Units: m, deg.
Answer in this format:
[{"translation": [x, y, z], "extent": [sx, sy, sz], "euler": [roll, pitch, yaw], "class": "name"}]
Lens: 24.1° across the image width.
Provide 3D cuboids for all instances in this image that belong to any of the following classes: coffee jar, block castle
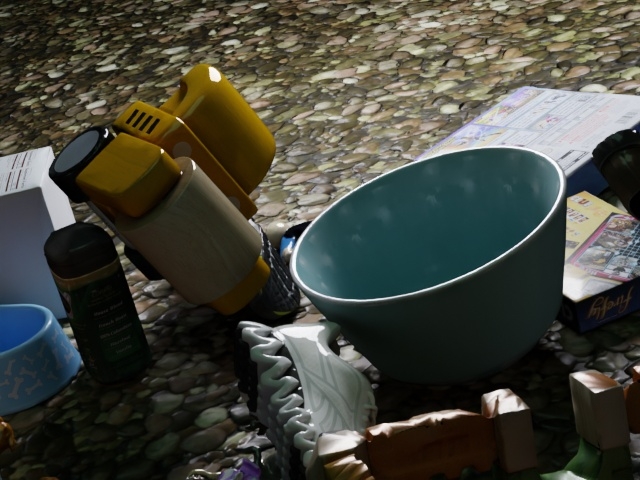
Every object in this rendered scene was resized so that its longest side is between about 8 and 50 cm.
[{"translation": [-0.264, 0.071, 1.780], "extent": [0.079, 0.184, 0.096], "euler": [-24, 26, -18], "class": "coffee jar"}, {"translation": [0.229, 0.240, 1.140], "extent": [0.453, 0.212, 0.303], "euler": [-12, 12, -11], "class": "block castle"}]

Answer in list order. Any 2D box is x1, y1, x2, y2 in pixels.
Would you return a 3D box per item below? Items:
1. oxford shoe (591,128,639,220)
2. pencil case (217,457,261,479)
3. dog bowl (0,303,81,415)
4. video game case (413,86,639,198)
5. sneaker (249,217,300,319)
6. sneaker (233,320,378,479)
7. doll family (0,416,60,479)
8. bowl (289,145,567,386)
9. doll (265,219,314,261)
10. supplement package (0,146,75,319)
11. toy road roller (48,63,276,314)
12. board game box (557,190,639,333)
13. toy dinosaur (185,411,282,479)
[{"translation": [0.390, -0.044, 1.730], "extent": [0.083, 0.227, 0.096], "euler": [-40, 56, 22], "class": "oxford shoe"}, {"translation": [-0.117, 0.287, 1.358], "extent": [0.086, 0.088, 0.206], "euler": [25, 43, 27], "class": "pencil case"}, {"translation": [-0.442, 0.143, 1.859], "extent": [0.297, 0.074, 0.166], "euler": [-2, 27, 24], "class": "dog bowl"}, {"translation": [0.305, -0.126, 2.048], "extent": [0.244, 0.061, 0.269], "euler": [12, 35, 42], "class": "video game case"}, {"translation": [-0.114, 0.035, 1.908], "extent": [0.121, 0.111, 0.300], "euler": [-34, 25, -3], "class": "sneaker"}, {"translation": [0.008, 0.181, 1.433], "extent": [0.118, 0.110, 0.292], "euler": [-8, 46, -18], "class": "sneaker"}, {"translation": [-0.341, 0.252, 1.461], "extent": [0.263, 0.118, 0.163], "euler": [38, 62, 10], "class": "doll family"}, {"translation": [0.139, 0.042, 1.630], "extent": [0.312, 0.163, 0.311], "euler": [-19, 26, 10], "class": "bowl"}, {"translation": [0.000, 0.000, 1.961], "extent": [0.189, 0.046, 0.129], "euler": [10, 32, 41], "class": "doll"}, {"translation": [-0.435, 0.006, 2.002], "extent": [0.203, 0.194, 0.149], "euler": [-13, 25, 2], "class": "supplement package"}, {"translation": [-0.152, -0.079, 1.796], "extent": [0.240, 0.202, 0.329], "euler": [-46, 29, -9], "class": "toy road roller"}, {"translation": [0.308, 0.021, 1.756], "extent": [0.165, 0.042, 0.243], "euler": [-21, 25, -15], "class": "board game box"}, {"translation": [-0.012, 0.202, 1.519], "extent": [0.268, 0.064, 0.118], "euler": [-17, 41, -8], "class": "toy dinosaur"}]
